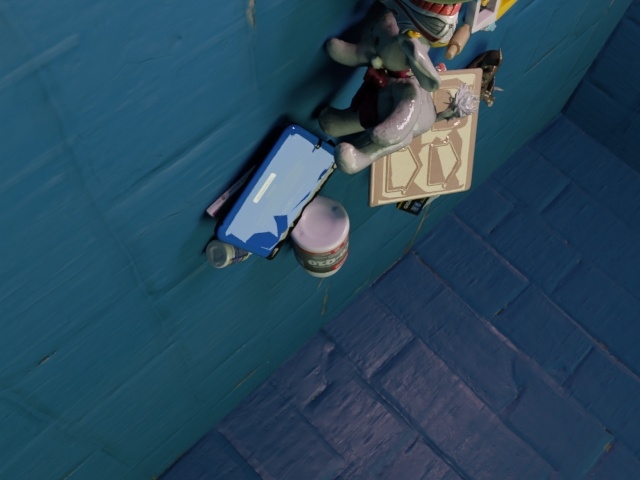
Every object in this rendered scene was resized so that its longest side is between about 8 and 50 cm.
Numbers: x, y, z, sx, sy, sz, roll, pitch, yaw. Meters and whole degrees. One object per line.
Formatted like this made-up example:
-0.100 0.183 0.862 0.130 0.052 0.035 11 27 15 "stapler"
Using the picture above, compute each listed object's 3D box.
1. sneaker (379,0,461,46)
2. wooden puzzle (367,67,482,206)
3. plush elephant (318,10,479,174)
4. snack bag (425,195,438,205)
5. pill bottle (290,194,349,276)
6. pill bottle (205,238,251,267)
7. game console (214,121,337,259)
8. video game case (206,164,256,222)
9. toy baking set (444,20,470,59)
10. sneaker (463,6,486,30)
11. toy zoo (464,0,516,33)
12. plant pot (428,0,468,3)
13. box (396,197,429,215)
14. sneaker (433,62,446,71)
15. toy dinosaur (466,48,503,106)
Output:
0.141 -0.389 1.083 0.088 0.225 0.092 -19 133 -21 "sneaker"
0.253 -0.265 1.639 0.348 0.080 0.321 -13 117 -28 "wooden puzzle"
0.127 -0.319 1.249 0.330 0.255 0.271 -16 -148 8 "plush elephant"
0.385 -0.272 1.970 0.342 0.037 0.322 129 -20 -71 "snack bag"
0.000 0.000 1.816 0.161 0.161 0.283 -43 164 -12 "pill bottle"
-0.206 0.021 1.515 0.067 0.067 0.120 -54 162 27 "pill bottle"
-0.098 -0.123 1.447 0.250 0.173 0.293 25 105 -44 "game console"
-0.174 -0.086 1.422 0.143 0.019 0.157 -44 165 -6 "video game case"
0.231 -0.455 1.223 0.030 0.196 0.256 -16 -158 35 "toy baking set"
0.411 -0.575 1.668 0.135 0.052 0.058 -34 152 -59 "sneaker"
0.420 -0.617 1.520 0.192 0.030 0.293 -40 154 -20 "toy zoo"
0.231 -0.523 0.996 0.276 0.276 0.254 -57 173 35 "plant pot"
0.329 -0.269 1.928 0.322 0.080 0.257 117 -12 -47 "box"
0.286 -0.417 1.746 0.065 0.061 0.158 -12 153 -15 "sneaker"
0.484 -0.505 1.951 0.160 0.121 0.313 -54 163 -18 "toy dinosaur"
